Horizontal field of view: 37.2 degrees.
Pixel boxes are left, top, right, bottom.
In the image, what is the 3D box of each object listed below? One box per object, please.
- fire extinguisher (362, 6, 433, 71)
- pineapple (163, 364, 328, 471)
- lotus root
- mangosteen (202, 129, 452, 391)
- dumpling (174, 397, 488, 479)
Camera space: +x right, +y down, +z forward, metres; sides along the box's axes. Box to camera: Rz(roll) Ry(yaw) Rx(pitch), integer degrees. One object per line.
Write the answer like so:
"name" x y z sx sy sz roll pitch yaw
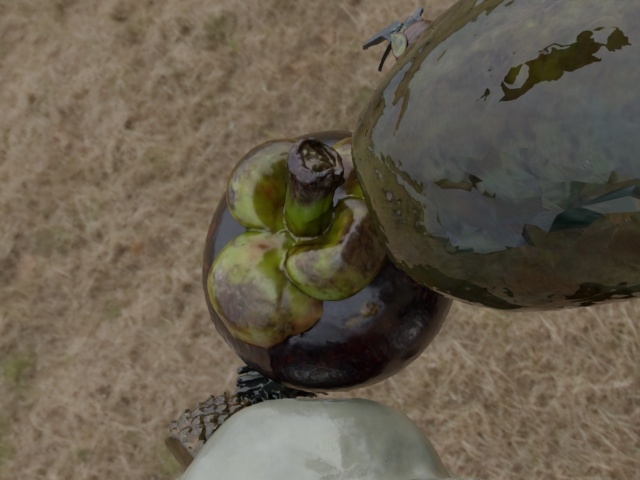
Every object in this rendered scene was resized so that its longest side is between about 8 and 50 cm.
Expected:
"fire extinguisher" 0.103 -0.129 0.748 0.177 0.050 0.062 44 103 35
"pineapple" -0.052 0.140 0.802 0.159 0.074 0.074 -37 41 -29
"lotus root" 0.136 -0.057 0.420 0.274 0.160 0.152 -21 18 37
"mangosteen" 0.000 0.000 0.661 0.192 0.217 0.192 -7 59 12
"dumpling" -0.002 0.168 0.615 0.250 0.162 0.132 -3 82 8
